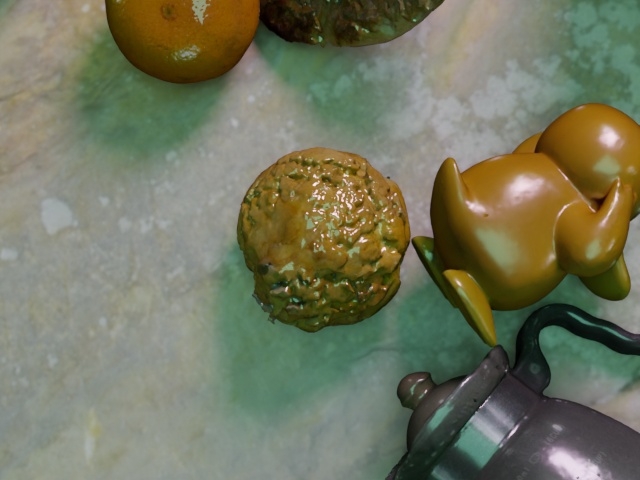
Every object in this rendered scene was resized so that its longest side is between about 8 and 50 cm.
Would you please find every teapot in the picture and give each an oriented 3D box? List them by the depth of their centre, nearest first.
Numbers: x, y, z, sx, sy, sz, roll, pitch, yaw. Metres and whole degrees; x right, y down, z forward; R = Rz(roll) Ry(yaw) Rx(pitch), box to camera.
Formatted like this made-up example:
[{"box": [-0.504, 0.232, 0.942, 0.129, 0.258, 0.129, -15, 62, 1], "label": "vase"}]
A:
[{"box": [0.210, 0.195, 1.088, 0.285, 0.223, 0.305, 39, 95, 10], "label": "teapot"}]

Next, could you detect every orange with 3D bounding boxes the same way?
[{"box": [-0.136, -0.235, 1.153, 0.156, 0.124, 0.156, 3, 107, 10], "label": "orange"}]

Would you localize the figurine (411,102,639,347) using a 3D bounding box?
[{"box": [0.209, -0.023, 1.101, 0.228, 0.215, 0.215, -11, 89, -12], "label": "figurine"}]

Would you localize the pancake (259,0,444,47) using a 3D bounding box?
[{"box": [0.016, -0.358, 1.100, 0.356, 0.065, 0.356, 13, 112, 34], "label": "pancake"}]

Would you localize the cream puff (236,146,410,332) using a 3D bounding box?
[{"box": [0.000, 0.000, 1.141, 0.189, 0.129, 0.189, 0, 87, 5], "label": "cream puff"}]
